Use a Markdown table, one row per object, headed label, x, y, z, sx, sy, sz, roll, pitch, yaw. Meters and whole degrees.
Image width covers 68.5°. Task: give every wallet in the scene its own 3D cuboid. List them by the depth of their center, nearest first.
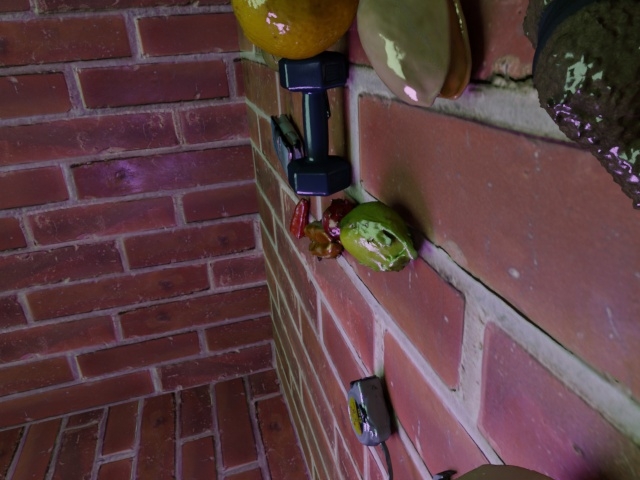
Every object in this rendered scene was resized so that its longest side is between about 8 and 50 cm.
| label | x | y | z | sx | sy | sz | roll | pitch | yaw |
| --- | --- | --- | --- | --- | --- | --- | --- | --- | --- |
| wallet | -0.115 | -0.316 | 1.631 | 0.251 | 0.074 | 0.176 | -114 | 16 | -45 |

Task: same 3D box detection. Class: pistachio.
| label | x | y | z | sx | sy | sz | roll | pitch | yaw |
| --- | --- | --- | --- | --- | --- | --- | --- | --- | --- |
| pistachio | 0.117 | -0.266 | 0.603 | 0.145 | 0.117 | 0.201 | 112 | 146 | -57 |

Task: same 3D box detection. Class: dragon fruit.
| label | x | y | z | sx | sy | sz | roll | pitch | yaw |
| --- | --- | --- | --- | --- | --- | --- | --- | --- | --- |
| dragon fruit | 0.043 | -0.056 | 1.134 | 0.190 | 0.094 | 0.094 | -116 | 21 | -64 |

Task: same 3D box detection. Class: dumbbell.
| label | x | y | z | sx | sy | sz | roll | pitch | yaw |
| --- | --- | --- | --- | --- | --- | --- | --- | --- | --- |
| dumbbell | -0.011 | -0.266 | 1.082 | 0.156 | 0.143 | 0.317 | -125 | 28 | -62 |

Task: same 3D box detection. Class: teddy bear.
| label | x | y | z | sx | sy | sz | roll | pitch | yaw |
| --- | --- | --- | --- | --- | --- | --- | --- | --- | --- |
| teddy bear | 0.205 | -0.119 | 0.313 | 0.182 | 0.129 | 0.252 | 104 | 153 | -55 |

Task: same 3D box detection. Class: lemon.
| label | x | y | z | sx | sy | sz | roll | pitch | yaw |
| --- | --- | --- | --- | --- | --- | --- | --- | --- | --- |
| lemon | -0.050 | -0.469 | 0.882 | 0.320 | 0.245 | 0.246 | -132 | 34 | -75 |

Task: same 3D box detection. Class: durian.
| label | x | y | z | sx | sy | sz | roll | pitch | yaw |
| --- | --- | --- | --- | --- | --- | --- | --- | --- | --- |
| durian | 0.106 | -0.008 | 0.887 | 0.139 | 0.101 | 0.250 | 45 | 165 | -2 |

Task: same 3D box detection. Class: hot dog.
| label | x | y | z | sx | sy | sz | roll | pitch | yaw |
| --- | --- | --- | --- | --- | --- | --- | --- | --- | --- |
| hot dog | 0.014 | -0.002 | 1.311 | 0.269 | 0.072 | 0.109 | -171 | 63 | -73 |

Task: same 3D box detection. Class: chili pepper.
| label | x | y | z | sx | sy | sz | roll | pitch | yaw |
| --- | --- | --- | --- | --- | --- | --- | --- | --- | --- |
| chili pepper | -0.068 | -0.089 | 1.631 | 0.169 | 0.064 | 0.088 | 104 | 152 | -51 |

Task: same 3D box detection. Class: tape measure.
| label | x | y | z | sx | sy | sz | roll | pitch | yaw |
| --- | --- | --- | --- | --- | --- | --- | --- | --- | --- |
| tape measure | 0.136 | 0.495 | 1.118 | 0.164 | 0.084 | 0.331 | 113 | 146 | -70 |

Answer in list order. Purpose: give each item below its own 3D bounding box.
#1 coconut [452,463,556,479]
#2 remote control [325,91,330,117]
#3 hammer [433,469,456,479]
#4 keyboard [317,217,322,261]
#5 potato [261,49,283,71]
| label | x | y | z | sx | sy | sz | roll | pitch | yaw |
| --- | --- | --- | --- | --- | --- | --- | --- | --- | --- |
| coconut | 0.194 | 0.343 | 0.457 | 0.197 | 0.236 | 0.237 | -15 | 83 | 35 |
| remote control | 0.008 | -0.362 | 1.214 | 0.039 | 0.014 | 0.096 | 167 | 95 | -77 |
| hammer | 0.252 | 0.478 | 0.758 | 0.246 | 0.029 | 0.103 | -136 | 37 | -66 |
| keyboard | 0.000 | 0.000 | 1.497 | 0.196 | 0.018 | 0.060 | 104 | 151 | -60 |
| potato | -0.080 | -0.517 | 1.215 | 0.169 | 0.143 | 0.248 | -59 | 15 | 5 |
